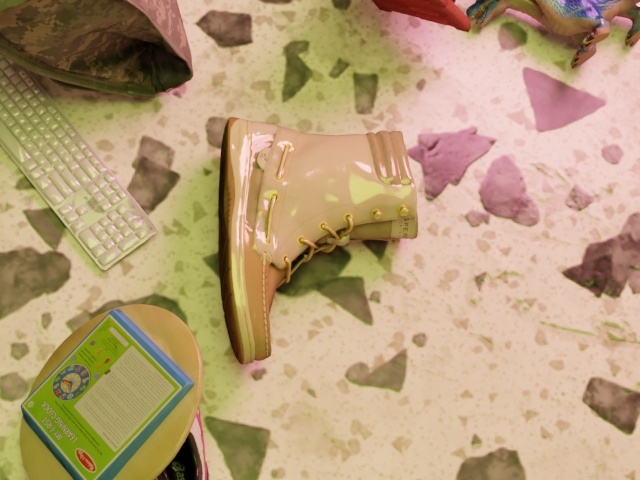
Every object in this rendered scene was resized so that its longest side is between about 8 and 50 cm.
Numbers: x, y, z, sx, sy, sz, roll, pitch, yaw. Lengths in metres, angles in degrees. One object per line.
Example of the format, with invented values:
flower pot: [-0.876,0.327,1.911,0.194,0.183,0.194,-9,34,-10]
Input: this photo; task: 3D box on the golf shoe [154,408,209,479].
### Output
golf shoe: [-0.143,0.171,1.456,0.067,0.086,0.186,-15,70,-14]

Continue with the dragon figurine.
dragon figurine: [0.308,-0.288,1.716,0.289,0.085,0.144,-24,74,-16]

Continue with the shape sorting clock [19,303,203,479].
shape sorting clock: [-0.195,0.154,1.428,0.206,0.040,0.206,-16,51,21]

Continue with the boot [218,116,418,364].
boot: [0.000,0.000,1.547,0.203,0.095,0.262,2,63,-9]

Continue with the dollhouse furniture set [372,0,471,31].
dollhouse furniture set: [0.014,-0.389,1.679,0.374,0.152,0.201,21,86,27]

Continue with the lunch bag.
lunch bag: [-0.246,-0.287,1.551,0.169,0.287,0.235,-23,67,21]

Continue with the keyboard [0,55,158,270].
keyboard: [-0.272,-0.084,1.578,0.072,0.014,0.256,-36,77,-20]
